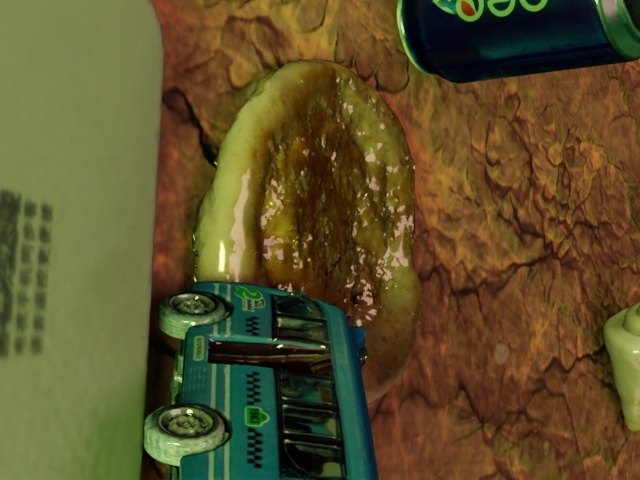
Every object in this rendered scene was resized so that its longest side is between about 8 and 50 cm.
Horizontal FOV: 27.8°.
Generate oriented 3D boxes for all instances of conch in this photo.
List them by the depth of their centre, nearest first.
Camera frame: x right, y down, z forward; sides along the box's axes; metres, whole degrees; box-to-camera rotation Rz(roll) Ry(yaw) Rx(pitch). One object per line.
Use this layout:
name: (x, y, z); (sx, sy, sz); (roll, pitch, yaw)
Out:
conch: (0.365, 0.130, 1.427); (0.104, 0.094, 0.176); (-109, 180, -60)

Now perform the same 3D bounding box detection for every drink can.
drink can: (0.170, -0.194, 1.065); (0.118, 0.205, 0.118); (6, 82, -53)

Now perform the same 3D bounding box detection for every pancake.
pancake: (-0.001, 0.000, 0.962); (0.282, 0.049, 0.282); (9, 79, -54)

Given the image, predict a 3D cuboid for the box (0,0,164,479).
box: (-0.210, 0.012, 0.604); (0.373, 0.090, 0.367); (14, 77, -62)

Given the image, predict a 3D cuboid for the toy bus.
toy bus: (-0.034, 0.121, 0.753); (0.246, 0.134, 0.113); (-97, -168, -66)
